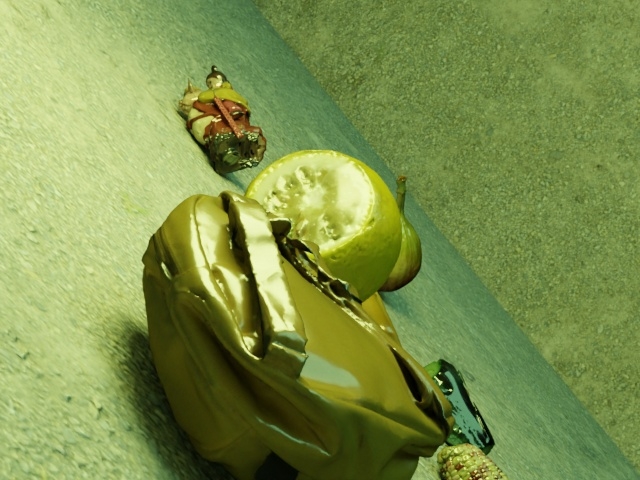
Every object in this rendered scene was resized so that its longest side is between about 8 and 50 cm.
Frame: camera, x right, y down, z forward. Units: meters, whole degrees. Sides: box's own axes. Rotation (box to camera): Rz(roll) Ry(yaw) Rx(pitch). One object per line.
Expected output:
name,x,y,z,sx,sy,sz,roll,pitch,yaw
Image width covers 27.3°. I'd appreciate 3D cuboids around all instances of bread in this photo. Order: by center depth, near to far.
bread,0.072,0.124,2.146,0.239,0.074,0.092,-115,180,-60

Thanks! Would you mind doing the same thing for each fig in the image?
fig,0.119,-0.008,2.549,0.160,0.143,0.230,-113,-173,-47

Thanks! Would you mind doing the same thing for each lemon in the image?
lemon,0.000,0.000,1.918,0.240,0.240,0.219,54,-11,30

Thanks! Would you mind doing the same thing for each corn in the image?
corn,0.265,0.395,1.920,0.253,0.086,0.086,51,11,22

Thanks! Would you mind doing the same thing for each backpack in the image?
backpack,-0.041,0.122,1.377,0.353,0.201,0.378,37,18,-42

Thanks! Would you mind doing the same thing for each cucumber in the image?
cucumber,0.218,0.277,2.195,0.193,0.086,0.115,60,12,23

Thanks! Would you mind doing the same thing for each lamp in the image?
lamp,-0.182,-0.221,2.294,0.118,0.118,0.253,35,17,-49

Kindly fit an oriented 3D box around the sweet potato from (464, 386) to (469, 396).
sweet potato,0.258,0.277,2.479,0.026,0.026,0.115,40,11,-36
